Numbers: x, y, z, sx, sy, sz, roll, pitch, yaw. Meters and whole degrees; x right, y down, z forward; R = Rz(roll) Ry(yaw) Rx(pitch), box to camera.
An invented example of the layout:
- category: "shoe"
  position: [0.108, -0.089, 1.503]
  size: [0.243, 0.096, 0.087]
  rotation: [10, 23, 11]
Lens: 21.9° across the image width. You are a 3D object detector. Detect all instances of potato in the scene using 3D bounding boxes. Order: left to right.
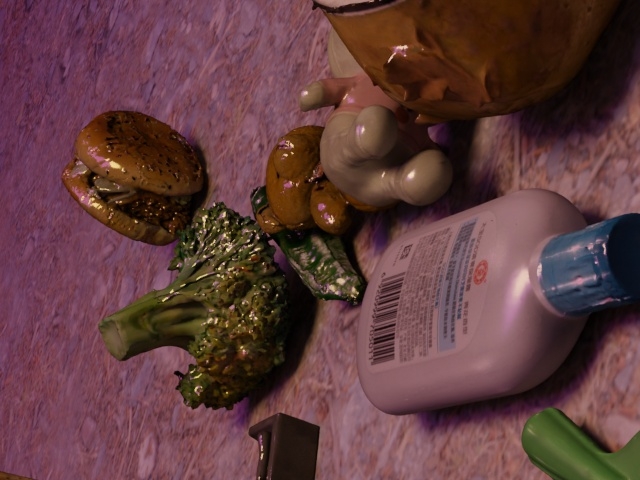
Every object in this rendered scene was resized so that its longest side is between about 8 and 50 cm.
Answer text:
- category: "potato"
  position: [0.155, -0.219, 1.316]
  size: [0.299, 0.196, 0.246]
  rotation: [-36, 35, 6]

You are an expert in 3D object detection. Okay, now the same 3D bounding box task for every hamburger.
- category: "hamburger"
  position: [-0.227, -0.082, 2.044]
  size: [0.113, 0.177, 0.185]
  rotation: [-55, 1, 18]

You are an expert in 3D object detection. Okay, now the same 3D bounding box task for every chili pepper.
- category: "chili pepper"
  position: [0.000, 0.000, 1.629]
  size: [0.088, 0.059, 0.227]
  rotation: [-44, 35, 7]

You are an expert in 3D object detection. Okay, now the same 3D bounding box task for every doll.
- category: "doll"
  position: [0.018, -0.070, 1.557]
  size: [0.209, 0.097, 0.137]
  rotation: [-6, 47, 47]
- category: "doll"
  position: [0.058, -0.135, 1.465]
  size: [0.113, 0.154, 0.275]
  rotation: [-45, 26, 42]

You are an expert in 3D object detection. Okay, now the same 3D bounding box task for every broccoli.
- category: "broccoli"
  position: [-0.129, 0.075, 1.668]
  size: [0.194, 0.194, 0.220]
  rotation: [-140, 39, -65]

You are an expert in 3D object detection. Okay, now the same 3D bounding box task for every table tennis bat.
- category: "table tennis bat"
  position: [0.207, 0.174, 1.078]
  size: [0.257, 0.039, 0.160]
  rotation: [37, 107, 60]

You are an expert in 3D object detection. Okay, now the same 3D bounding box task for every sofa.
- category: "sofa"
  position: [-0.052, 0.243, 1.551]
  size: [0.085, 0.060, 0.147]
  rotation: [-35, 42, 54]

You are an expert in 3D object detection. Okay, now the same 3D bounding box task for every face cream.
- category: "face cream"
  position: [0.139, 0.041, 1.261]
  size: [0.336, 0.080, 0.163]
  rotation: [-23, 52, 59]

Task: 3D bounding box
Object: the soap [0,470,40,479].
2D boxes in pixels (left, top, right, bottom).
- category: "soap"
  position: [-0.314, 0.324, 1.808]
  size: [0.160, 0.257, 0.080]
  rotation: [-44, 35, 46]
